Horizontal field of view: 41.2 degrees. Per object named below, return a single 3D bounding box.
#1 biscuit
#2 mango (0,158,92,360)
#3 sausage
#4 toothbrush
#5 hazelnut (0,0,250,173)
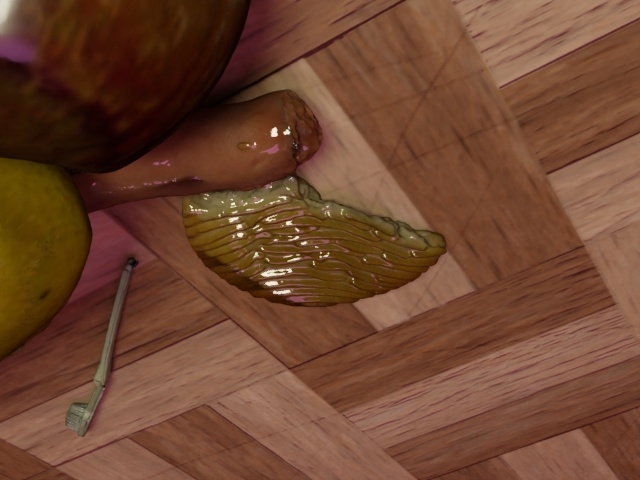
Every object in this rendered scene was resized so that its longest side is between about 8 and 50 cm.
[{"bbox_3d":[0.000,0.001,0.749,0.228,0.031,0.176,-5,139,-1],"label":"biscuit"},{"bbox_3d":[-0.364,0.025,0.565,0.445,0.220,0.301,-7,109,13],"label":"mango"},{"bbox_3d":[-0.146,-0.052,0.643,0.304,0.078,0.078,-12,137,10],"label":"sausage"},{"bbox_3d":[-0.216,0.116,0.849,0.028,0.026,0.294,23,131,-9],"label":"toothbrush"},{"bbox_3d":[-0.151,-0.147,0.446,0.233,0.218,0.218,21,131,-27],"label":"hazelnut"}]
